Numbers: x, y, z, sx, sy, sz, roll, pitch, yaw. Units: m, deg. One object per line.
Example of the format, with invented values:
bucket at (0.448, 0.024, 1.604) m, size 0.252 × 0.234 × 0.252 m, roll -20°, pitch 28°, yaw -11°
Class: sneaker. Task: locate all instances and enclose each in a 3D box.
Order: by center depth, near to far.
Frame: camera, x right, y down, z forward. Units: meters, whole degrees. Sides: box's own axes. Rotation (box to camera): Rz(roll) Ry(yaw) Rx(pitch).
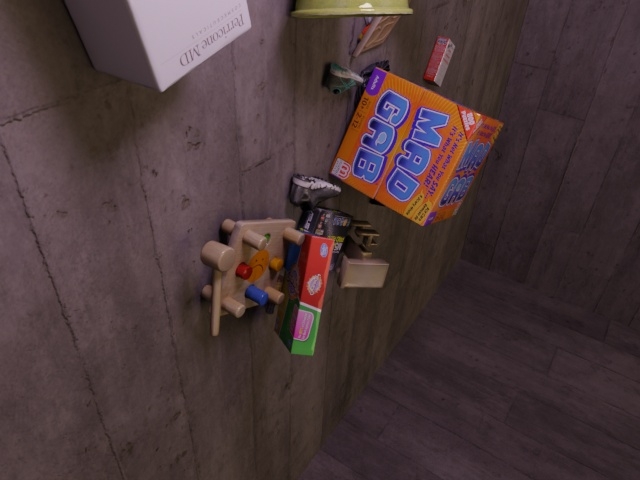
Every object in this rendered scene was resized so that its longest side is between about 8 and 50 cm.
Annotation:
sneaker at (0.061, -0.451, 1.472) m, size 0.166 × 0.065 × 0.076 m, roll -9°, pitch 135°, yaw -58°
sneaker at (-0.022, -0.136, 1.549) m, size 0.234 × 0.078 × 0.106 m, roll 0°, pitch 114°, yaw -59°

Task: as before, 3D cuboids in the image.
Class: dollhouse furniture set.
dollhouse furniture set at (0.117, 0.066, 1.882) m, size 0.161 × 0.242 × 0.212 m, roll 3°, pitch 116°, yaw -21°

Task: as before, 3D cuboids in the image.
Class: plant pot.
plant pot at (0.066, -0.623, 1.124) m, size 0.276 × 0.276 × 0.254 m, roll -32°, pitch 127°, yaw -51°

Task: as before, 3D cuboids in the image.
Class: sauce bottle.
sauce bottle at (-0.144, 0.167, 1.600) m, size 0.042 × 0.042 × 0.128 m, roll -21°, pitch 128°, yaw -57°

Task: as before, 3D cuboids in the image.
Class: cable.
cable at (0.174, -0.494, 1.654) m, size 0.184 × 0.047 × 0.150 m, roll -47°, pitch 149°, yaw -37°

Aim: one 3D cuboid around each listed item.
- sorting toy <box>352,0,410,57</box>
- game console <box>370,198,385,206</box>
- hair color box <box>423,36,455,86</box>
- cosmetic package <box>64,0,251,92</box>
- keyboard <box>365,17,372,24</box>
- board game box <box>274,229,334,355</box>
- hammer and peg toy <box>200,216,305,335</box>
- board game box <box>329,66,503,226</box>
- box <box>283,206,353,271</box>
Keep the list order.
sorting toy at (0.180, -0.631, 1.488) m, size 0.208 × 0.038 × 0.193 m, roll -46°, pitch 178°, yaw -42°
game console at (0.260, -0.195, 2.027) m, size 0.122 × 0.107 × 0.071 m, roll -47°, pitch 136°, yaw -35°
hair color box at (0.469, -0.705, 2.049) m, size 0.093 × 0.053 × 0.167 m, roll 0°, pitch 113°, yaw -62°
cosmetic package at (-0.259, -0.465, 0.691) m, size 0.230 × 0.161 × 0.453 m, roll -51°, pitch 151°, yaw -30°
keyboard at (0.119, -0.707, 1.407) m, size 0.072 × 0.014 × 0.256 m, roll -65°, pitch 156°, yaw -15°
board game box at (-0.052, 0.136, 1.470) m, size 0.242 × 0.064 × 0.317 m, roll -163°, pitch -97°, yaw -73°
hammer and peg toy at (-0.202, 0.073, 1.309) m, size 0.361 × 0.127 × 0.266 m, roll -9°, pitch 121°, yaw -61°
board game box at (0.314, -0.299, 1.678) m, size 0.356 × 0.356 × 0.356 m, roll -14°, pitch 133°, yaw -59°
box at (0.000, 0.000, 1.720) m, size 0.270 × 0.060 × 0.216 m, roll 5°, pitch 106°, yaw -64°
